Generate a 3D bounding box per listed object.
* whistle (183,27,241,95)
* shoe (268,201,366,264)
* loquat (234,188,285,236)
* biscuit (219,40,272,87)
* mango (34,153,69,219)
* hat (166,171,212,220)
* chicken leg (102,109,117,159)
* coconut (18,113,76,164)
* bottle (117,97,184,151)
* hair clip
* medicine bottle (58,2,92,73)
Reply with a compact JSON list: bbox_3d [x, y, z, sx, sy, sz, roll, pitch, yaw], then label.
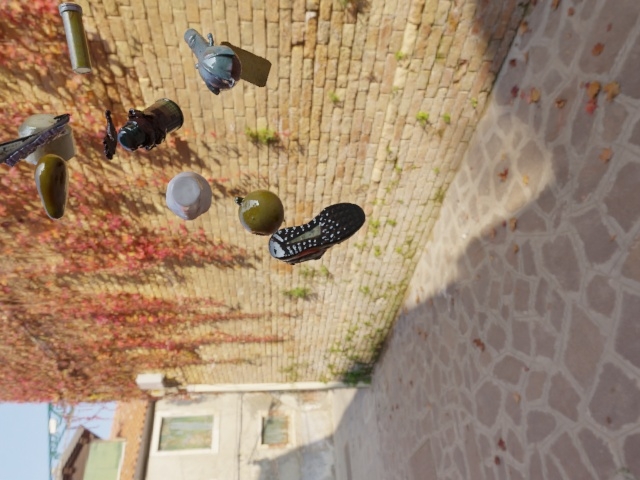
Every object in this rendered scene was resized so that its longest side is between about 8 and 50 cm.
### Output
[{"bbox_3d":[-0.362,-0.601,1.512,0.346,0.133,0.142,53,147,32],"label":"whistle"},{"bbox_3d":[0.000,0.000,1.524,0.171,0.336,0.132,73,173,-63],"label":"shoe"},{"bbox_3d":[-0.216,-0.103,1.624,0.172,0.204,0.150,-48,20,41],"label":"loquat"},{"bbox_3d":[-0.321,-0.730,1.877,0.237,0.231,0.013,-85,21,-44],"label":"biscuit"},{"bbox_3d":[-0.932,-0.187,1.586,0.136,0.099,0.228,-136,46,-69],"label":"mango"},{"bbox_3d":[-0.531,-0.188,1.811,0.126,0.202,0.203,147,123,-81],"label":"hat"},{"bbox_3d":[-0.877,-0.434,1.890,0.093,0.053,0.205,97,164,-75],"label":"chicken leg"},{"bbox_3d":[-1.114,-0.393,1.857,0.202,0.201,0.222,-97,17,-49],"label":"coconut"},{"bbox_3d":[-0.628,-0.423,1.666,0.156,0.143,0.271,58,-143,-21],"label":"bottle"},{"bbox_3d":[-0.873,-0.299,1.366,0.106,0.292,0.085,-1,125,56],"label":"hair clip"},{"bbox_3d":[-0.836,-0.690,1.559,0.074,0.073,0.218,-167,67,-84],"label":"medicine bottle"}]
